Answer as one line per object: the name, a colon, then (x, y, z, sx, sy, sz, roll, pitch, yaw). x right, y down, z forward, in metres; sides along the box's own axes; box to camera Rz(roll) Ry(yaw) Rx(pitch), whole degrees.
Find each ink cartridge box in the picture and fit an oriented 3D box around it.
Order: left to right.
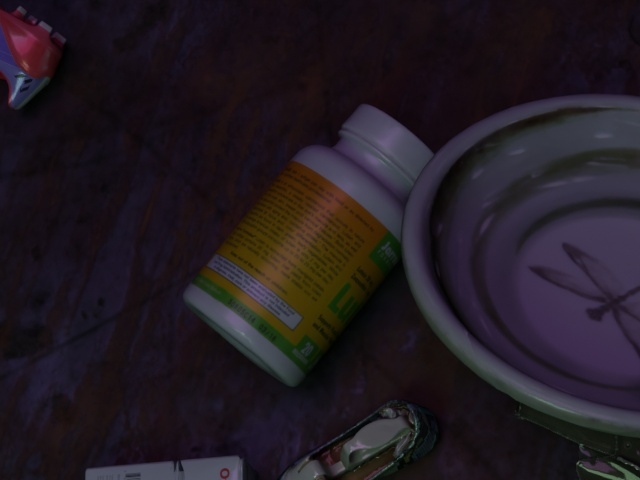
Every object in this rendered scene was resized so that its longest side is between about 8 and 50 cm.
ink cartridge box: (-0.134, 0.258, 1.784, 0.150, 0.063, 0.109, -6, 68, 13)

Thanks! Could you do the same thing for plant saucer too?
plant saucer: (0.265, 0.037, 1.689, 0.400, 0.100, 0.400, 2, 45, -2)

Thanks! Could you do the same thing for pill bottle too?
pill bottle: (0.000, 0.000, 1.805, 0.136, 0.136, 0.245, 36, 83, 24)

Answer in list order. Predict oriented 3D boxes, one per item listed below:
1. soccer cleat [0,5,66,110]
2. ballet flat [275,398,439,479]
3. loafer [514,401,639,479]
soccer cleat: (-0.373, -0.225, 2.030, 0.248, 0.083, 0.095, 31, 85, 21)
ballet flat: (0.018, 0.200, 1.764, 0.188, 0.070, 0.070, -35, 65, 1)
loafer: (0.268, 0.187, 1.694, 0.251, 0.094, 0.087, 39, 95, 29)
